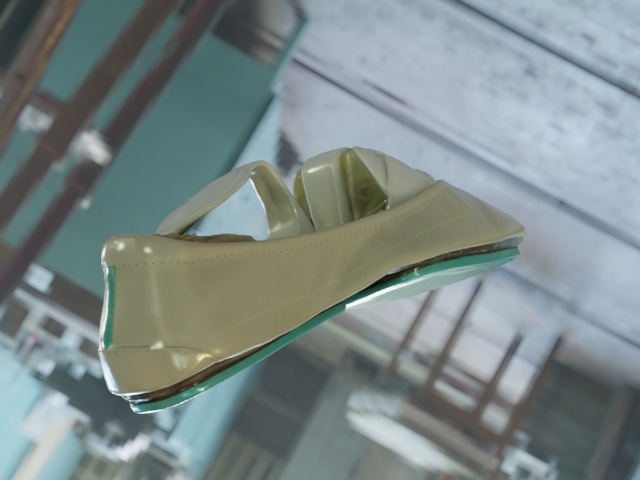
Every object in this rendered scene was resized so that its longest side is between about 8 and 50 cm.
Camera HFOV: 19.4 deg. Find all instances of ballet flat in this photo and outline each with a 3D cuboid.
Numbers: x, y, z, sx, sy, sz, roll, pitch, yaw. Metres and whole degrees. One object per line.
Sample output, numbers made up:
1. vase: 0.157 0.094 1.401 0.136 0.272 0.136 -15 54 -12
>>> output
1. ballet flat: 0.000 0.000 0.788 0.086 0.086 0.248 21 -155 33
